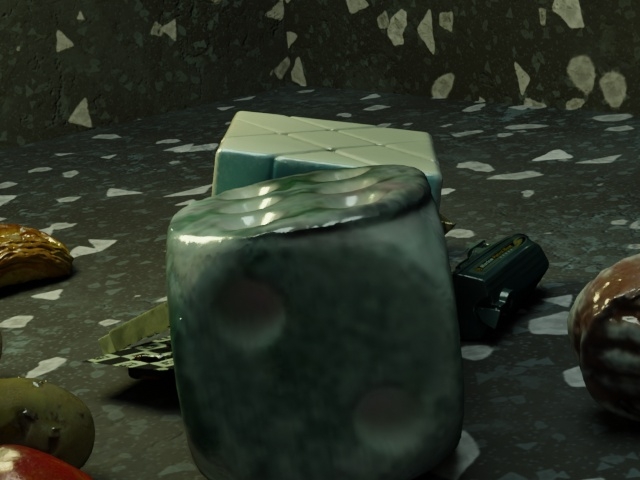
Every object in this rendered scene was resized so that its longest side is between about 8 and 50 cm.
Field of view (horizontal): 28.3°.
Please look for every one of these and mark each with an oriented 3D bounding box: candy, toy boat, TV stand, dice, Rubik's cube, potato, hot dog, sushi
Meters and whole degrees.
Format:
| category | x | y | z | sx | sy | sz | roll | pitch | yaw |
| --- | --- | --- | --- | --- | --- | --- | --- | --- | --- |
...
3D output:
| category | x | y | z | sx | sy | sz | roll | pitch | yaw |
| --- | --- | --- | --- | --- | --- | --- | --- | --- | --- |
| candy | 0.450 | 0.120 | 1.543 | 0.290 | 0.214 | 0.157 | -5 | 21 | 8 |
| toy boat | 0.277 | 0.059 | 2.016 | 0.122 | 0.114 | 0.296 | 12 | 23 | 27 |
| TV stand | -0.267 | 0.132 | 1.925 | 0.042 | 0.036 | 0.249 | -17 | -6 | -44 |
| dice | -0.007 | 0.099 | 1.559 | 0.331 | 0.348 | 0.328 | -5 | 14 | -1 |
| Rubik's cube | 0.000 | 0.000 | 1.873 | 0.322 | 0.315 | 0.319 | 7 | 16 | -1 |
| potato | -0.400 | 0.244 | 1.535 | 0.262 | 0.164 | 0.165 | -16 | 18 | -30 |
| hot dog | -0.609 | 0.032 | 2.470 | 0.259 | 0.114 | 0.175 | -17 | 19 | -30 |
| sushi | -0.192 | 0.178 | 1.903 | 0.193 | 0.043 | 0.280 | 0 | 8 | 38 |

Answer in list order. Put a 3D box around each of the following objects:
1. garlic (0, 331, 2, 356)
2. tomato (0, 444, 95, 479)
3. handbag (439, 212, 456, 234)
| category | x | y | z | sx | sy | sz | roll | pitch | yaw |
| --- | --- | --- | --- | --- | --- | --- | --- | --- | --- |
| garlic | -0.599 | 0.162 | 1.944 | 0.214 | 0.191 | 0.160 | -10 | -14 | 32 |
| tomato | -0.344 | 0.298 | 1.367 | 0.200 | 0.139 | 0.233 | -4 | 15 | 34 |
| handbag | 0.097 | -0.015 | 2.367 | 0.271 | 0.117 | 0.182 | 8 | 30 | 40 |
